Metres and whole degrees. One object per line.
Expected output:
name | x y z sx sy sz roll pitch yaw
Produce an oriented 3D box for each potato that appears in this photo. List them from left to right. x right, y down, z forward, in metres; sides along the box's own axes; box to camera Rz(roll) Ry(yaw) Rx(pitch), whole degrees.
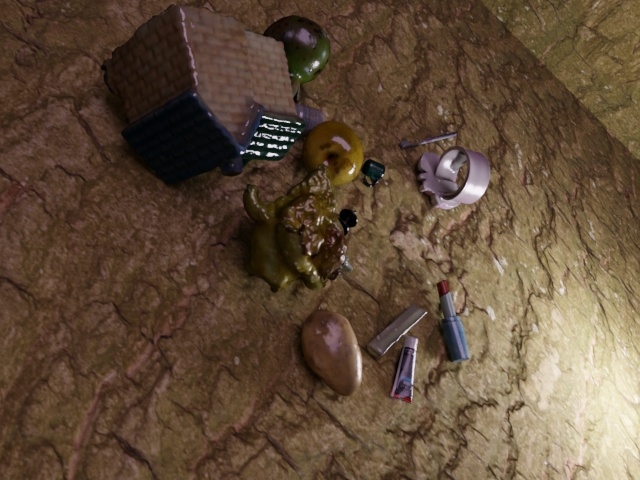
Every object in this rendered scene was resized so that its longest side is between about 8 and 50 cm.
potato | 0.036 0.299 1.421 0.235 0.128 0.161 48 66 -5

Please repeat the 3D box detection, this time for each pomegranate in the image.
pomegranate | -0.075 -0.614 1.786 0.242 0.242 0.306 -4 71 -34

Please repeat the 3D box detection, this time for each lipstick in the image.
lipstick | 0.428 0.258 1.720 0.068 0.061 0.274 6 62 -32

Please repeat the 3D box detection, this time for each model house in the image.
model house | -0.299 -0.345 1.448 0.445 0.394 0.401 -11 85 -53

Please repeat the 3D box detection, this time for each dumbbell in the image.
dumbbell | 0.075 -0.058 1.672 0.069 0.069 0.147 47 50 -1

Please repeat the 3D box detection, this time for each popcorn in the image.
popcorn | -0.089 -0.027 1.421 0.325 0.290 0.321 28 43 -21

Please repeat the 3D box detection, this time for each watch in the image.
watch | 0.491 -0.256 1.940 0.195 0.231 0.244 7 64 -26

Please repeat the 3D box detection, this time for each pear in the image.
pear | 0.041 -0.283 1.697 0.208 0.209 0.209 15 57 -25

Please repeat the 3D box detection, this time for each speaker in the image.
speaker | 0.186 -0.237 1.847 0.075 0.060 0.095 22 55 -19

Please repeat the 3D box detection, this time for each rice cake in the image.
rice cake | 0.235 0.272 1.596 0.057 0.052 0.256 29 43 30

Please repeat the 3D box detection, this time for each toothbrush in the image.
toothbrush | 0.442 -0.413 2.131 0.353 0.024 0.029 -19 67 -37

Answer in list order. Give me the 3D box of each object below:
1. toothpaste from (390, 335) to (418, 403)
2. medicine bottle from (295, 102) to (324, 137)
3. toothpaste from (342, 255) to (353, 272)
toothpaste | 0.252 0.382 1.558 0.071 0.045 0.194 21 61 -11
medicine bottle | -0.080 -0.405 1.747 0.167 0.105 0.105 9 60 -28
toothpaste | 0.000 0.001 1.597 0.268 0.047 0.069 45 20 -7
